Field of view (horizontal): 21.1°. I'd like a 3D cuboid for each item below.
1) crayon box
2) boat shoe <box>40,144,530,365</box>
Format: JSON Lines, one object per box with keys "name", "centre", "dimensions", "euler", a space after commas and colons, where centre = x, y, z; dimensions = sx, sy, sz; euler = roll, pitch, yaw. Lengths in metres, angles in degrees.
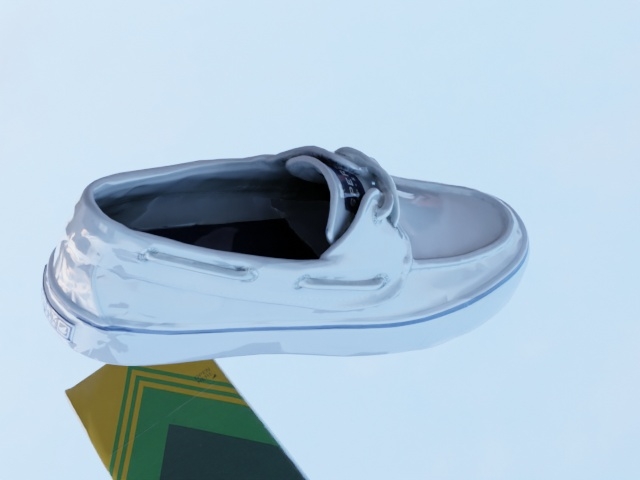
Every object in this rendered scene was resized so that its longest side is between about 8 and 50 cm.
{"name": "crayon box", "centre": [0.006, 0.260, 1.097], "dimensions": [0.106, 0.363, 0.313], "euler": [-34, -149, -6]}
{"name": "boat shoe", "centre": [0.000, 0.000, 0.802], "dimensions": [0.258, 0.084, 0.095], "euler": [-10, -129, -32]}
